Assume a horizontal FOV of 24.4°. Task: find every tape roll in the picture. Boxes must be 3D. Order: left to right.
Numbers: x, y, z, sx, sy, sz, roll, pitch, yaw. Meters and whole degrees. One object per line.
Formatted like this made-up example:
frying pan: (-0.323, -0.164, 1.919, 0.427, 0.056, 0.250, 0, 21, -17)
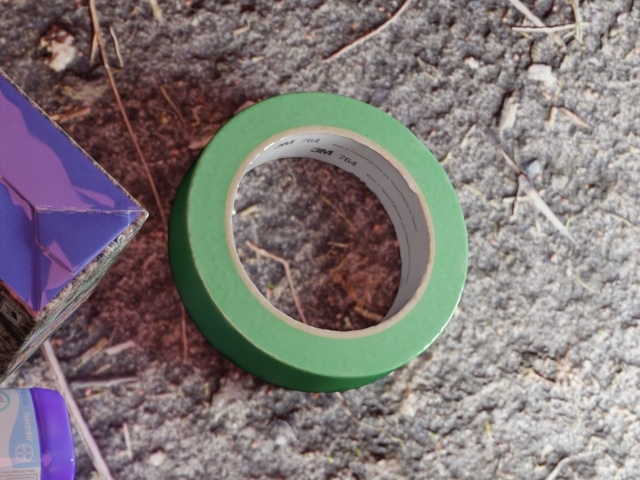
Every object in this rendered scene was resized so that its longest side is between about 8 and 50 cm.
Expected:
tape roll: (0.000, 0.000, 1.594, 0.321, 0.077, 0.321, 7, 69, -19)

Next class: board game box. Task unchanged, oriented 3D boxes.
board game box: (-0.316, -0.015, 1.350, 0.232, 0.291, 0.141, 44, 63, -1)

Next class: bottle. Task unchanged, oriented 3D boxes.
bottle: (-0.372, 0.196, 1.358, 0.282, 0.092, 0.118, 1, 42, -21)
